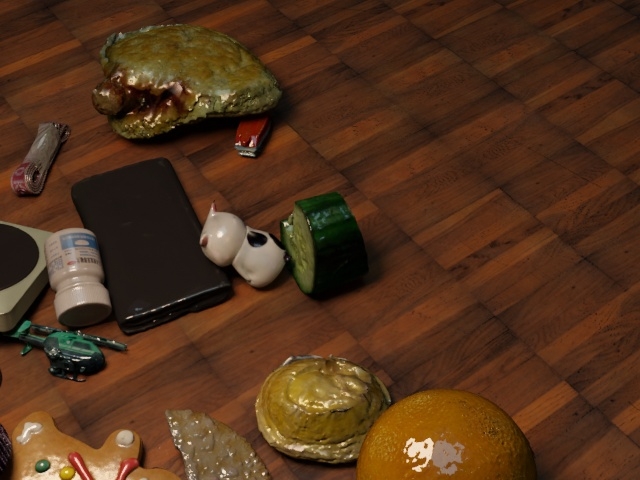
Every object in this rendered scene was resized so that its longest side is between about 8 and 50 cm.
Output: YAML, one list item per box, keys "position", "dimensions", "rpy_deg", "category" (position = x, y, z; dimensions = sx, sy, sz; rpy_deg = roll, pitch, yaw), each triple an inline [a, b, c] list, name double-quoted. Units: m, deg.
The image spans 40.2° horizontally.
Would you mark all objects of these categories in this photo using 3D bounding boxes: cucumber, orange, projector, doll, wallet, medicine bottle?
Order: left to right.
- position: [-0.662, 0.060, 1.697]
  dimensions: [0.257, 0.079, 0.259]
  rpy_deg: [13, 38, 6]
  category: "projector"
- position: [-0.462, 0.069, 1.657]
  dimensions: [0.105, 0.105, 0.168]
  rpy_deg: [-14, 64, -11]
  category: "medicine bottle"
- position: [-0.354, -0.003, 1.782]
  dimensions: [0.228, 0.062, 0.406]
  rpy_deg: [-18, 51, -16]
  category: "wallet"
- position: [-0.154, 0.015, 1.702]
  dimensions: [0.180, 0.107, 0.110]
  rpy_deg: [26, 46, -18]
  category: "doll"
- position: [0.005, 0.007, 1.692]
  dimensions: [0.130, 0.191, 0.191]
  rpy_deg: [-23, 52, -18]
  category: "cucumber"
- position: [0.191, 0.354, 1.316]
  dimensions: [0.274, 0.274, 0.274]
  rpy_deg: [0, 48, 0]
  category: "orange"

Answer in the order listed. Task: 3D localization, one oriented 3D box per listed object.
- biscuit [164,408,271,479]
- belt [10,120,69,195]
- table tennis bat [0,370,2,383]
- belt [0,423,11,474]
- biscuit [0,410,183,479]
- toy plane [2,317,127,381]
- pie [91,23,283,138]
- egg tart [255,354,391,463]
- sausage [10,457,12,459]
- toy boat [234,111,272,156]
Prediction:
- position: [-0.153, 0.390, 1.429]
  dimensions: [0.141, 0.038, 0.290]
  rpy_deg: [-7, 49, -27]
  category: "biscuit"
- position: [-0.624, -0.192, 1.947]
  dimensions: [0.053, 0.071, 0.232]
  rpy_deg: [-5, 44, 17]
  category: "belt"
- position: [-0.672, 0.284, 1.555]
  dimensions: [0.130, 0.019, 0.220]
  rpy_deg: [29, 53, 26]
  category: "table tennis bat"
- position: [-0.652, 0.366, 1.372]
  dimensions: [0.324, 0.122, 0.260]
  rpy_deg: [-25, 26, -5]
  category: "belt"
- position: [-0.369, 0.390, 1.414]
  dimensions: [0.339, 0.047, 0.216]
  rpy_deg: [18, 54, 9]
  category: "biscuit"
- position: [-0.481, 0.193, 1.608]
  dimensions: [0.235, 0.060, 0.096]
  rpy_deg: [13, 42, 8]
  category: "toy plane"
- position: [-0.307, -0.375, 2.036]
  dimensions: [0.418, 0.180, 0.395]
  rpy_deg: [-4, 36, -7]
  category: "pie"
- position: [0.005, 0.275, 1.508]
  dimensions: [0.252, 0.098, 0.232]
  rpy_deg: [30, 51, 29]
  category: "egg tart"
- position: [-0.550, 0.403, 1.437]
  dimensions: [0.253, 0.034, 0.034]
  rpy_deg: [-33, 56, -27]
  category: "sausage"
- position: [-0.153, -0.251, 2.003]
  dimensions: [0.069, 0.059, 0.173]
  rpy_deg: [7, 42, 6]
  category: "toy boat"
